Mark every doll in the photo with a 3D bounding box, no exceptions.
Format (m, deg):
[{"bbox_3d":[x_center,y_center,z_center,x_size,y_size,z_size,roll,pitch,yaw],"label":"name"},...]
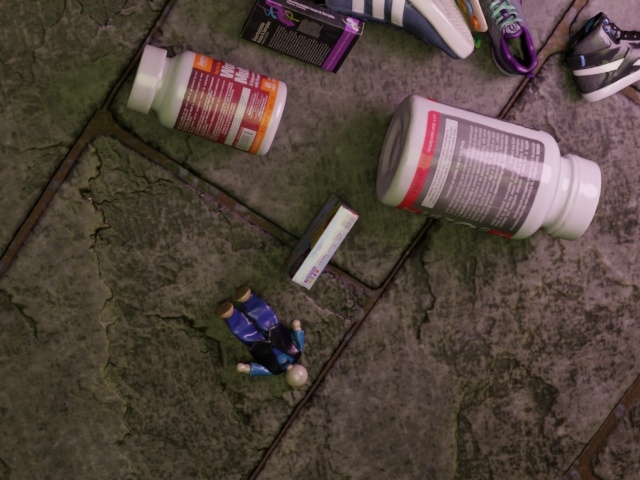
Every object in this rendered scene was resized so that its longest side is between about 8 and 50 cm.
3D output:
[{"bbox_3d":[-0.088,0.166,2.061,0.129,0.046,0.189,-42,111,-5],"label":"doll"}]

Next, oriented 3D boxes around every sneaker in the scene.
[{"bbox_3d":[0.487,-0.316,1.998,0.217,0.079,0.121,-29,106,2],"label":"sneaker"},{"bbox_3d":[0.283,-0.354,1.955,0.083,0.098,0.223,-26,105,0],"label":"sneaker"},{"bbox_3d":[0.073,-0.369,1.926,0.350,0.131,0.148,38,117,-19],"label":"sneaker"}]

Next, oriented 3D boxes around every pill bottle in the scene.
[{"bbox_3d":[-0.171,-0.213,1.922,0.221,0.121,0.121,17,101,-11],"label":"pill bottle"},{"bbox_3d":[0.260,-0.101,1.972,0.319,0.176,0.176,15,101,-10],"label":"pill bottle"}]

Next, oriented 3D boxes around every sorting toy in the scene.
[{"bbox_3d":[0.236,-0.335,1.973,0.012,0.062,0.083,-26,105,-14],"label":"sorting toy"}]

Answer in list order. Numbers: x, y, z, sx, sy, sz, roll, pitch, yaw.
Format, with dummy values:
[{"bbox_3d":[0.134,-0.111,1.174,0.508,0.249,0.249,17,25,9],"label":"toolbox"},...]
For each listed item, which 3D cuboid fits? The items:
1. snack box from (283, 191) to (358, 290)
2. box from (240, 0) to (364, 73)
[{"bbox_3d":[0.000,0.000,2.004,0.037,0.100,0.141,33,97,-14],"label":"snack box"},{"bbox_3d":[-0.029,-0.316,1.924,0.162,0.116,0.029,18,62,-12],"label":"box"}]
